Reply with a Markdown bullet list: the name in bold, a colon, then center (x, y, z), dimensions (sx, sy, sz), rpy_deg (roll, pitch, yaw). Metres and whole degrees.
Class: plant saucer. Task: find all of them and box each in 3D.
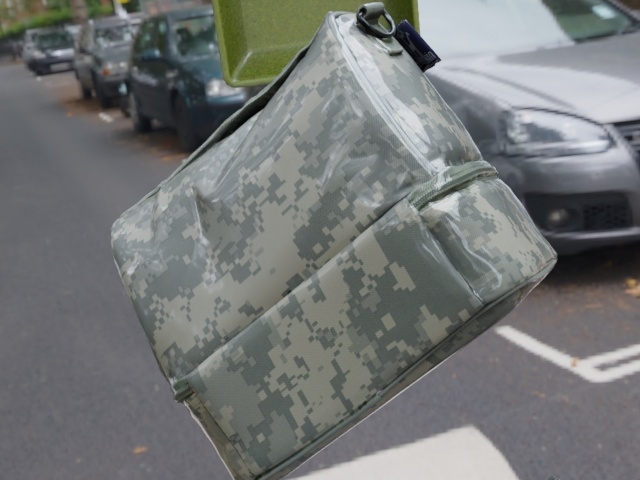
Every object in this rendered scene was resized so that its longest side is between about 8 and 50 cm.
- **plant saucer**: center (-0.009, -0.248, 0.877), dimensions (0.188, 0.188, 0.045), rpy_deg (-8, 22, -3)

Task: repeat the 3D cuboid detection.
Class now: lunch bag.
- **lunch bag**: center (0.000, 0.000, 0.753), dimensions (0.305, 0.256, 0.212), rpy_deg (-39, -6, 22)

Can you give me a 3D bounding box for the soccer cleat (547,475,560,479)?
- **soccer cleat**: center (0.272, 0.345, 0.938), dimensions (0.143, 0.331, 0.116), rpy_deg (-56, 36, -3)
